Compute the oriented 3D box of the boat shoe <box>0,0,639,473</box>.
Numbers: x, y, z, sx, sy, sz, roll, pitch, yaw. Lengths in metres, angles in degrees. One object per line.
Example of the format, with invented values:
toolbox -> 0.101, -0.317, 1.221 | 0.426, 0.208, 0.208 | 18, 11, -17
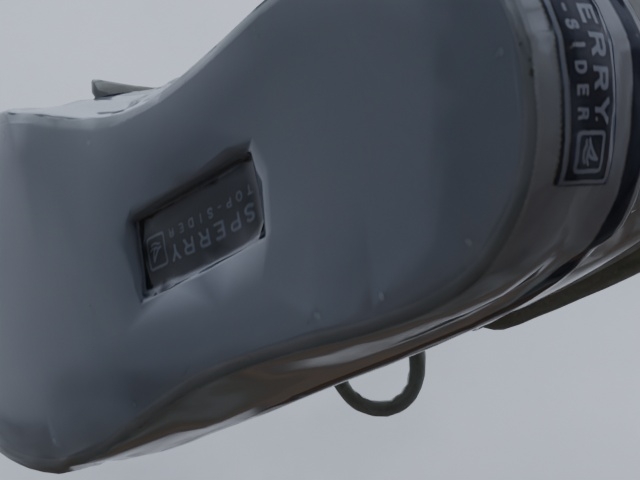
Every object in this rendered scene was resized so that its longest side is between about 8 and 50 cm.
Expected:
boat shoe -> -0.001, -0.009, 0.503 | 0.156, 0.136, 0.367 | -3, -13, -37
